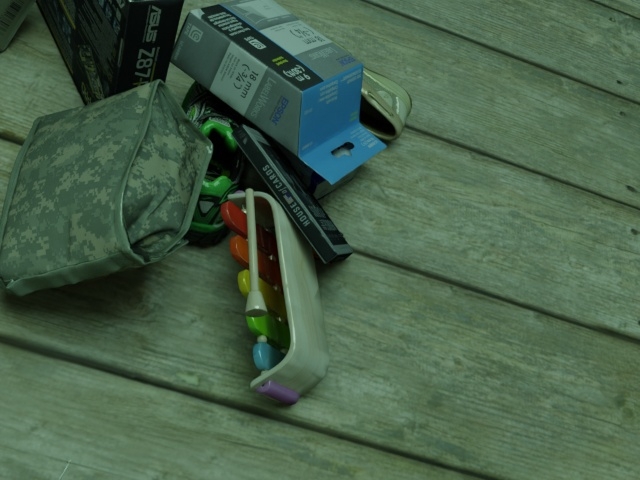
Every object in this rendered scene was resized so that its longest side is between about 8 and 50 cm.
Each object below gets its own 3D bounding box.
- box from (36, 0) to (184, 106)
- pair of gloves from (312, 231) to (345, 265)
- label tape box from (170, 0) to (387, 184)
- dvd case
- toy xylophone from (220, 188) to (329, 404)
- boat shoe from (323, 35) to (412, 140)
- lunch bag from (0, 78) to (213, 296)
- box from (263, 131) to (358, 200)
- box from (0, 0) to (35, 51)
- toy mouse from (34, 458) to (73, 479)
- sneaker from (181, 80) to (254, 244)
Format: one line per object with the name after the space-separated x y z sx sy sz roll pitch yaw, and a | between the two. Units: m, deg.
-0.354 -0.395 1.385 0.097 0.318 0.395 -14 61 -31 | box
0.000 0.000 1.439 0.074 0.010 0.083 34 48 2 | pair of gloves
-0.041 -0.260 1.431 0.334 0.106 0.240 37 33 9 | label tape box
-0.038 -0.068 1.349 0.030 0.179 0.238 -37 85 8 | dvd case
-0.072 0.059 1.238 0.081 0.236 0.322 -19 54 18 | toy xylophone
0.024 -0.282 1.598 0.302 0.109 0.098 28 48 -8 | boat shoe
-0.301 -0.051 1.195 0.235 0.169 0.287 -12 47 25 | lunch bag
-0.019 -0.146 1.499 0.137 0.072 0.126 46 52 13 | box
-0.625 -0.455 1.408 0.311 0.121 0.148 35 93 4 | box
-0.333 0.357 1.023 0.161 0.031 0.143 -23 66 -33 | toy mouse
-0.160 -0.164 1.407 0.134 0.146 0.343 11 52 -15 | sneaker
